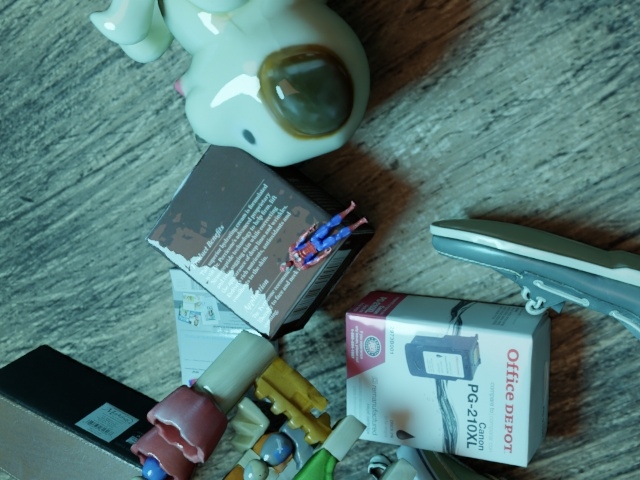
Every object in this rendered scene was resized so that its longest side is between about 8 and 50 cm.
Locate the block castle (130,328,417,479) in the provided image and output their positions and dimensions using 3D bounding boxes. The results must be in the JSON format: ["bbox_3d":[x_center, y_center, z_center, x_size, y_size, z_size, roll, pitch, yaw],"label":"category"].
[{"bbox_3d":[-0.024,0.349,1.289,0.453,0.213,0.303,41,155,2],"label":"block castle"}]

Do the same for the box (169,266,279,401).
[{"bbox_3d":[-0.131,0.127,1.460,0.145,0.038,0.186,1,104,23],"label":"box"}]

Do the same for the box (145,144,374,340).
[{"bbox_3d":[-0.069,-0.007,1.306,0.203,0.167,0.168,39,100,10],"label":"box"}]

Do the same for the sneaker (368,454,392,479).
[{"bbox_3d":[0.096,0.328,1.416,0.083,0.037,0.032,39,114,8],"label":"sneaker"}]

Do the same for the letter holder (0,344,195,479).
[{"bbox_3d":[-0.353,0.329,1.550,0.302,0.152,0.214,24,114,16],"label":"letter holder"}]

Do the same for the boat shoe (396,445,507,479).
[{"bbox_3d":[0.226,0.353,1.343,0.302,0.109,0.094,45,101,-3],"label":"boat shoe"}]

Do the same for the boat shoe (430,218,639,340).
[{"bbox_3d":[0.274,0.050,1.221,0.319,0.116,0.099,15,106,14],"label":"boat shoe"}]

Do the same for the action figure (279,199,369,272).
[{"bbox_3d":[0.000,0.000,1.190,0.115,0.030,0.038,-38,88,11],"label":"action figure"}]

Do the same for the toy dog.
[{"bbox_3d":[-0.064,-0.286,1.191,0.395,0.284,0.408,-7,87,-12],"label":"toy dog"}]

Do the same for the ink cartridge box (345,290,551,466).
[{"bbox_3d":[0.158,0.168,1.310,0.237,0.100,0.172,5,107,22],"label":"ink cartridge box"}]
